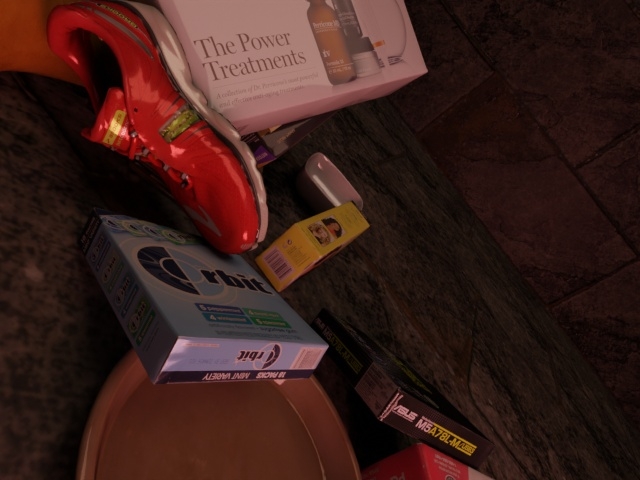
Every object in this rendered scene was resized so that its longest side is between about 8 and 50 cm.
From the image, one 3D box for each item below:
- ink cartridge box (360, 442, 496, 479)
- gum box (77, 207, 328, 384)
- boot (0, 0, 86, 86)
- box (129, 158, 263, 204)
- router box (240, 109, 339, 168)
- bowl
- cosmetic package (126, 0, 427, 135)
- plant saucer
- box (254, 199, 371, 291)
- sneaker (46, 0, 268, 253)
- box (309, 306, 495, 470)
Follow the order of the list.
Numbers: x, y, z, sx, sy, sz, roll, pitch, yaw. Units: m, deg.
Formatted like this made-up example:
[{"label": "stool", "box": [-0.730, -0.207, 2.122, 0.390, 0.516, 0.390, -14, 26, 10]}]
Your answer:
[{"label": "ink cartridge box", "box": [0.133, 0.347, 0.421, 0.172, 0.100, 0.237, 37, 28, -30]}, {"label": "gum box", "box": [-0.104, 0.047, 0.394, 0.156, 0.041, 0.184, 19, 15, -49]}, {"label": "boot", "box": [-0.256, -0.195, 0.476, 0.211, 0.104, 0.295, 45, 35, -45]}, {"label": "box", "box": [-0.154, -0.101, 0.612, 0.164, 0.021, 0.201, 40, 27, -25]}, {"label": "router box", "box": [-0.053, -0.295, 0.689, 0.309, 0.081, 0.243, -45, 109, -28]}, {"label": "bowl", "box": [0.011, -0.089, 0.837, 0.142, 0.053, 0.142, 49, 25, -10]}, {"label": "cosmetic package", "box": [-0.050, -0.310, 0.586, 0.377, 0.097, 0.285, -27, 97, -33]}, {"label": "plant saucer", "box": [-0.063, 0.193, 0.361, 0.277, 0.041, 0.278, 40, 28, -26]}, {"label": "box", "box": [0.000, 0.000, 0.668, 0.058, 0.087, 0.232, 52, 26, 4]}, {"label": "sneaker", "box": [-0.159, -0.096, 0.426, 0.279, 0.107, 0.118, 57, 35, -3]}, {"label": "box", "box": [0.092, 0.175, 0.548, 0.184, 0.045, 0.190, 35, 1, -29]}]
